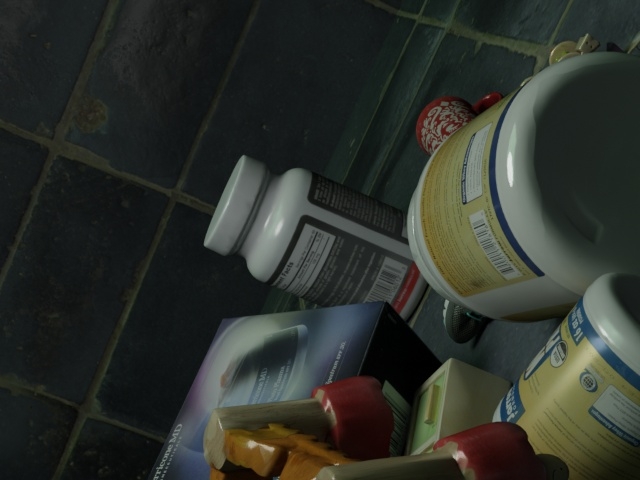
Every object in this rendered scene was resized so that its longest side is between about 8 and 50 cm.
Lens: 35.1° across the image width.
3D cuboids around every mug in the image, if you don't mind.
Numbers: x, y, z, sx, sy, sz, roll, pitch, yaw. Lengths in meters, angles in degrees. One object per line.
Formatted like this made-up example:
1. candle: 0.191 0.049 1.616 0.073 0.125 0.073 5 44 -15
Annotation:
1. mug: 0.235 -0.180 1.653 0.169 0.113 0.150 -106 38 -70

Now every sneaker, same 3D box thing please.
1. sneaker: 0.215 0.070 1.333 0.076 0.065 0.167 -103 35 -67

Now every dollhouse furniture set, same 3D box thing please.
1. dollhouse furniture set: 0.358 -0.239 1.247 0.081 0.091 0.114 -51 8 5

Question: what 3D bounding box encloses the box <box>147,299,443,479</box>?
1. box: -0.032 0.253 1.305 0.294 0.183 0.296 -10 44 39

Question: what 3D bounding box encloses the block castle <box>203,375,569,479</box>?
1. block castle: 0.052 0.351 0.801 0.303 0.212 0.453 3 93 64

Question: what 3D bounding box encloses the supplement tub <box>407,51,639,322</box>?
1. supplement tub: 0.227 -0.036 1.011 0.316 0.228 0.228 149 143 -73

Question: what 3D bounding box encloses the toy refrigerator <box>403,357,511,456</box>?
1. toy refrigerator: 0.142 0.279 1.153 0.102 0.094 0.270 125 165 -51

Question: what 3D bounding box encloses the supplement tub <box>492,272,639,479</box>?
1. supplement tub: 0.230 0.142 0.820 0.200 0.144 0.144 -59 12 26

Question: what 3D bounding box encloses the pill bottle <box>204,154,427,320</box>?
1. pill bottle: 0.000 0.000 1.744 0.210 0.362 0.210 -157 90 -80

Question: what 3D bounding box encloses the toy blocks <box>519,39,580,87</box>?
1. toy blocks: 0.327 -0.230 1.427 0.148 0.054 0.123 -87 21 -64
